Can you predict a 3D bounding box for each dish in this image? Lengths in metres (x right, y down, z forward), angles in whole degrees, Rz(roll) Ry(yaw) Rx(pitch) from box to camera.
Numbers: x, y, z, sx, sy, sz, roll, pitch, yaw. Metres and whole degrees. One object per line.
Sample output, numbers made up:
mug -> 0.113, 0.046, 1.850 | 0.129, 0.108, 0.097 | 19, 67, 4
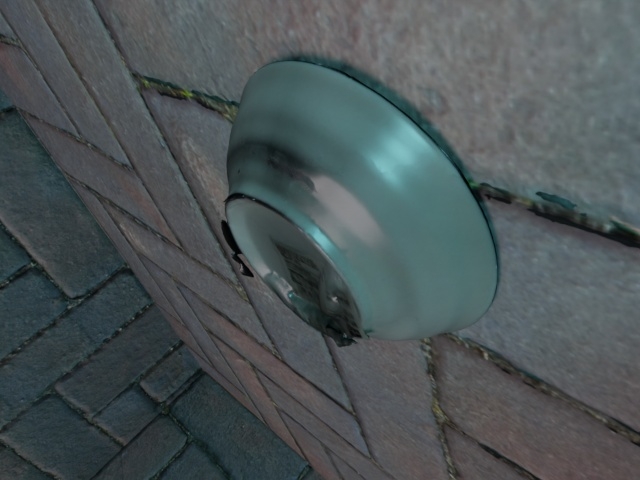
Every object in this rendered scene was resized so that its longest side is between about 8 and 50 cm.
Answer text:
dish -> 0.000, 0.000, 0.476 | 0.316, 0.106, 0.316 | 36, 152, 22
